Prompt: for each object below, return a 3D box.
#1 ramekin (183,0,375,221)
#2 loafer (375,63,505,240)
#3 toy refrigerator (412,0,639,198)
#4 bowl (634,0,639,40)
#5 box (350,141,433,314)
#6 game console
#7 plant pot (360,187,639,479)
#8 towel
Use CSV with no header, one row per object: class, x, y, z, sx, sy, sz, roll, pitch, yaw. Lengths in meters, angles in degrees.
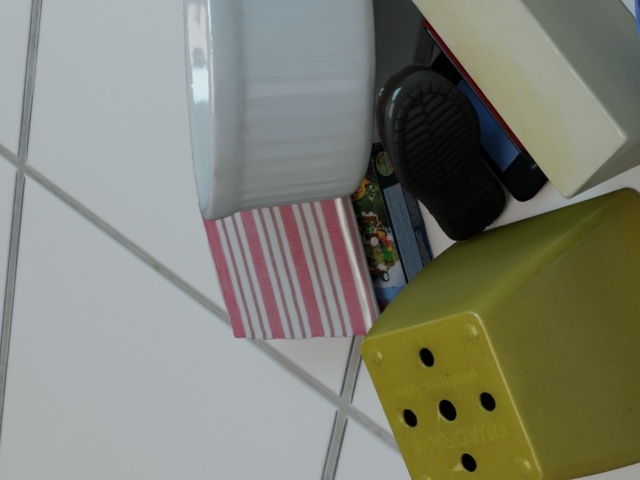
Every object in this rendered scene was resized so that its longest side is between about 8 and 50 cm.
ramekin,-0.038,-0.157,1.546,0.277,0.135,0.277,177,90,-83
loafer,0.085,-0.077,1.522,0.078,0.080,0.220,51,174,33
toy refrigerator,0.159,-0.170,1.446,0.269,0.102,0.094,54,137,12
bowl,0.378,-0.157,1.245,0.391,0.077,0.391,22,123,38
box,0.000,0.000,1.732,0.233,0.044,0.159,-7,103,47
game console,0.127,-0.102,1.514,0.144,0.085,0.124,54,144,13
plant pot,0.160,0.103,1.507,0.212,0.187,0.212,-18,94,48
towel,-0.027,0.019,1.716,0.197,0.029,0.144,-3,106,44
